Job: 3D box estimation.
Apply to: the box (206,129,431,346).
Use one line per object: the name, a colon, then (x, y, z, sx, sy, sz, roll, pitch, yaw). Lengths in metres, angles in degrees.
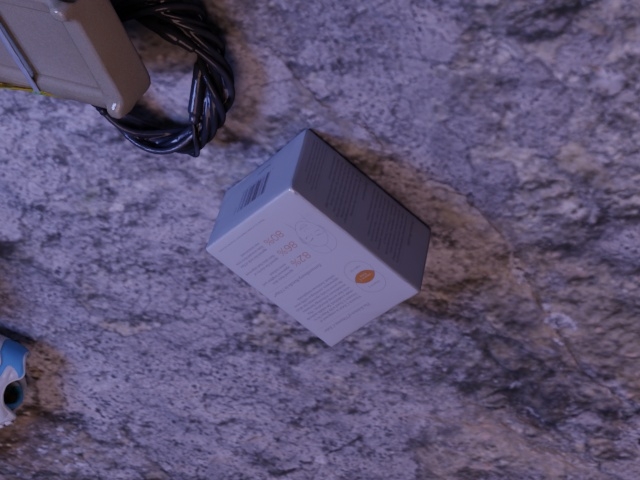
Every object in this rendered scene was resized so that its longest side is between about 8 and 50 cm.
box: (0.000, 0.000, 1.586, 0.170, 0.091, 0.130, 39, 129, -22)

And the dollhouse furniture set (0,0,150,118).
dollhouse furniture set: (-0.252, -0.264, 1.405, 0.197, 0.151, 0.301, 16, 152, 27)

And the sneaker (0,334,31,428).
sneaker: (-0.390, 0.192, 1.869, 0.092, 0.087, 0.229, 17, 136, -5)

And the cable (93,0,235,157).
cable: (-0.151, -0.154, 1.515, 0.150, 0.047, 0.184, -17, 122, 22)
